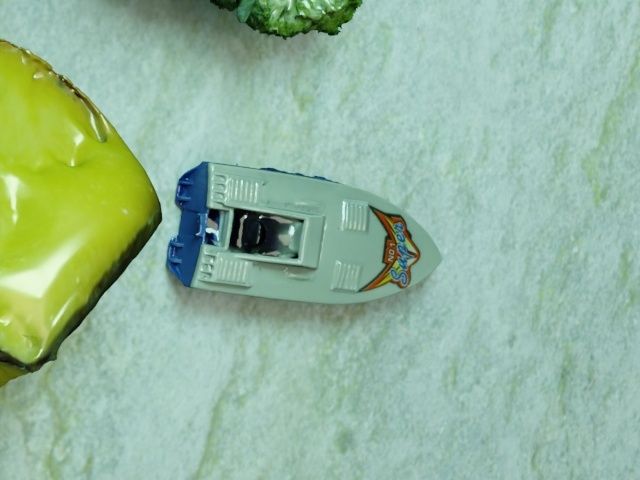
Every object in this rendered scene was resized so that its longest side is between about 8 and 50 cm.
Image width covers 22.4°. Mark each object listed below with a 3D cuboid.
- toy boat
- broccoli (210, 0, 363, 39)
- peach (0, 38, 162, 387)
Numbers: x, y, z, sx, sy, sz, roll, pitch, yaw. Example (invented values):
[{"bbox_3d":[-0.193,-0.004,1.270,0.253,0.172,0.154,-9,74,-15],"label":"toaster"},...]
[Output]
[{"bbox_3d":[0.000,0.000,1.626,0.295,0.088,0.129,8,90,-30],"label":"toy boat"},{"bbox_3d":[-0.049,-0.336,1.461,0.321,0.283,0.304,-12,90,-47],"label":"broccoli"},{"bbox_3d":[-0.330,-0.017,1.349,0.380,0.242,0.306,26,55,-31],"label":"peach"}]
